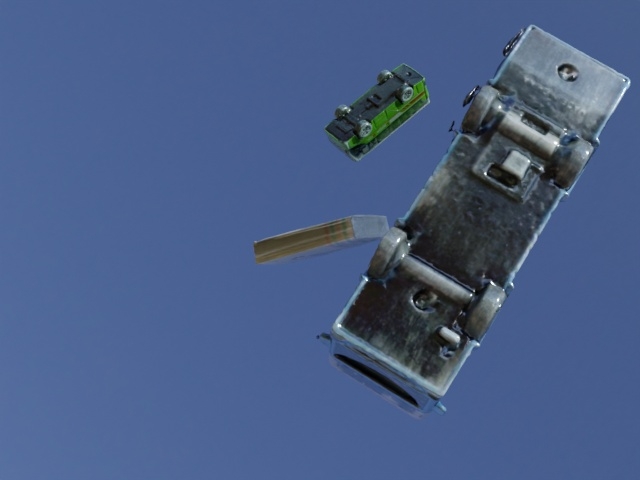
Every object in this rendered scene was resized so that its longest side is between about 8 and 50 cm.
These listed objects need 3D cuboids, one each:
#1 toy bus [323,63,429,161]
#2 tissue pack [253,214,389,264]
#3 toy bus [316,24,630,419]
[{"bbox_3d":[0.043,-0.096,0.951,0.031,0.083,0.037,41,-14,35],"label":"toy bus"},{"bbox_3d":[0.000,0.000,1.068,0.108,0.056,0.023,-15,-99,37],"label":"tissue pack"},{"bbox_3d":[0.116,-0.013,0.942,0.106,0.297,0.131,31,-21,8],"label":"toy bus"}]
